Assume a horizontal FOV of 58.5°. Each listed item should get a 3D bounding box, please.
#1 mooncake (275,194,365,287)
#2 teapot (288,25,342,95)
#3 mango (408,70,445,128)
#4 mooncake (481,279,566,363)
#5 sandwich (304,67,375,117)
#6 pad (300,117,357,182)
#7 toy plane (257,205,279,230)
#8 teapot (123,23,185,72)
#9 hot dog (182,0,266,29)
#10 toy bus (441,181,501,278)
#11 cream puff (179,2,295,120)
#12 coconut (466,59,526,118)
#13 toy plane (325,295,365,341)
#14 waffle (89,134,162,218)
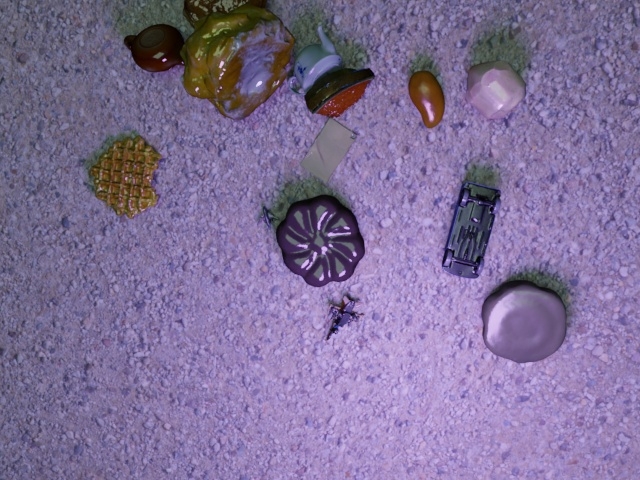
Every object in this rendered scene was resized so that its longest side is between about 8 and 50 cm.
[{"bbox_3d":[0.000,0.000,1.863,0.305,0.154,0.306,0,95,4],"label":"mooncake"},{"bbox_3d":[-0.025,-0.560,1.830,0.159,0.159,0.232,40,125,2],"label":"teapot"},{"bbox_3d":[0.342,-0.452,1.818,0.102,0.085,0.184,-20,97,8],"label":"mango"},{"bbox_3d":[0.642,0.255,1.814,0.274,0.135,0.275,1,98,8],"label":"mooncake"},{"bbox_3d":[0.062,-0.479,1.817,0.235,0.159,0.079,-37,73,7],"label":"sandwich"},{"bbox_3d":[0.027,-0.300,1.908,0.113,0.006,0.188,34,99,2],"label":"pad"},{"bbox_3d":[-0.181,-0.077,1.937,0.078,0.031,0.083,-13,93,8],"label":"toy plane"},{"bbox_3d":[-0.548,-0.627,1.899,0.251,0.135,0.178,18,62,23],"label":"teapot"},{"bbox_3d":[-0.305,-0.767,1.835,0.272,0.122,0.196,-30,87,7],"label":"hot dog"},{"bbox_3d":[0.470,-0.031,1.812,0.125,0.133,0.293,14,94,0],"label":"toy bus"},{"bbox_3d":[-0.284,-0.564,1.758,0.378,0.378,0.275,-47,68,8],"label":"cream puff"},{"bbox_3d":[0.532,-0.473,1.756,0.171,0.171,0.183,-41,91,8],"label":"coconut"},{"bbox_3d":[0.068,0.272,1.920,0.135,0.062,0.188,24,100,-22],"label":"toy plane"},{"bbox_3d":[-0.659,-0.216,1.974,0.290,0.051,0.292,0,93,6],"label":"waffle"}]
